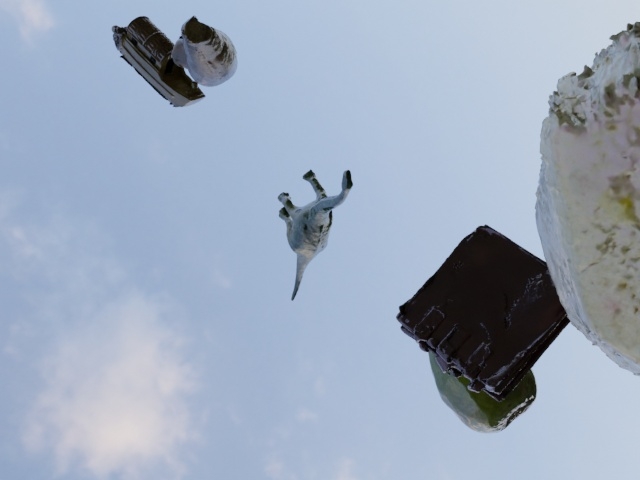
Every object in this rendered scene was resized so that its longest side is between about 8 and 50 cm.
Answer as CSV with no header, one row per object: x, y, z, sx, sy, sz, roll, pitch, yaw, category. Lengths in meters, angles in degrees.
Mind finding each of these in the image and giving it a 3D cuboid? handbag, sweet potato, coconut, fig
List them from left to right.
-0.181,-0.285,1.242,0.112,0.085,0.286,26,-173,-8,sweet potato
0.285,0.236,1.462,0.233,0.167,0.167,53,-141,-6,fig
0.244,0.106,1.186,0.216,0.203,0.074,-48,-39,-10,handbag
0.325,-0.055,0.624,0.309,0.297,0.297,-28,-88,-49,coconut

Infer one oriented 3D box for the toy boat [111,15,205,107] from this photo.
-0.289,-0.324,1.461,0.068,0.088,0.226,-27,-115,-42,toy boat

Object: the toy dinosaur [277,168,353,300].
0.000,0.000,1.585,0.087,0.447,0.301,-11,-144,-19,toy dinosaur
